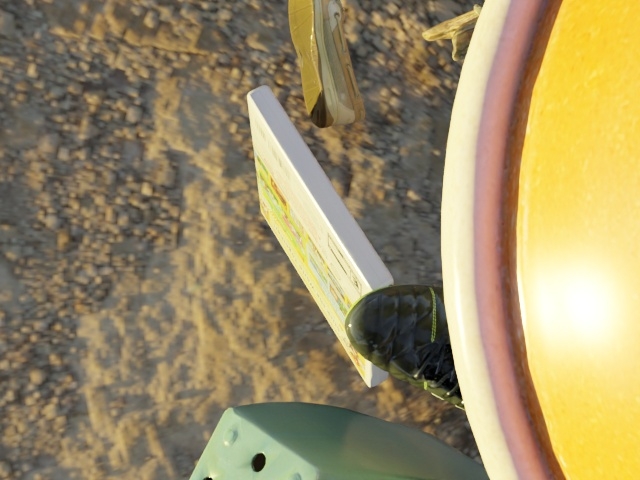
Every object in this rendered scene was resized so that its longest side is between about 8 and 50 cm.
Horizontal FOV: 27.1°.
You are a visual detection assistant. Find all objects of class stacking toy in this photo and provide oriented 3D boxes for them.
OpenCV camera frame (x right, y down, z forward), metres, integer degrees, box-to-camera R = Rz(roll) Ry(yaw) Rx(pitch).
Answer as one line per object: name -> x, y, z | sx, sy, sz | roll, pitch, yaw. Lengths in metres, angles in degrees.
stacking toy -> 0.271, -0.001, 0.255 | 0.350, 0.480, 0.351 | 0, 90, -22

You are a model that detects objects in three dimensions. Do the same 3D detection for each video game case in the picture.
video game case -> 0.000, 0.000, 1.212 | 0.026, 0.206, 0.227 | -26, 64, -13

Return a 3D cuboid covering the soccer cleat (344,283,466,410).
soccer cleat -> 0.095, 0.076, 0.767 | 0.179, 0.072, 0.060 | 24, 112, -25

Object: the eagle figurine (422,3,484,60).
eagle figurine -> 0.236, -0.075, 1.082 | 0.225, 0.226, 0.298 | -23, 95, -13

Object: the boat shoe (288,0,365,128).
boat shoe -> 0.007, -0.181, 1.211 | 0.048, 0.056, 0.153 | -11, 92, -24

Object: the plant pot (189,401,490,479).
plant pot -> 0.020, 0.207, 0.916 | 0.165, 0.234, 0.165 | 26, 88, 48
